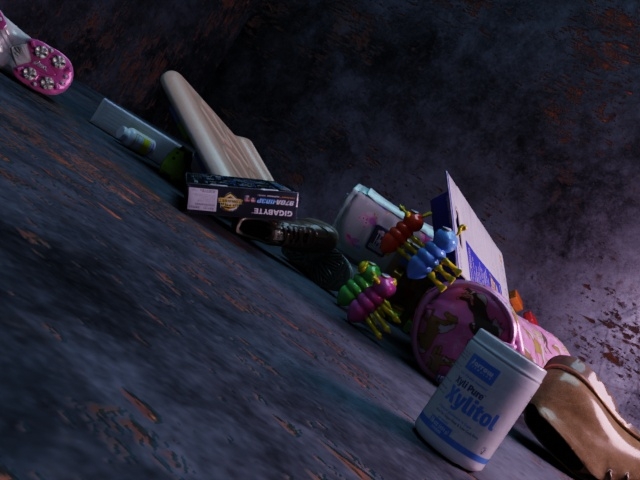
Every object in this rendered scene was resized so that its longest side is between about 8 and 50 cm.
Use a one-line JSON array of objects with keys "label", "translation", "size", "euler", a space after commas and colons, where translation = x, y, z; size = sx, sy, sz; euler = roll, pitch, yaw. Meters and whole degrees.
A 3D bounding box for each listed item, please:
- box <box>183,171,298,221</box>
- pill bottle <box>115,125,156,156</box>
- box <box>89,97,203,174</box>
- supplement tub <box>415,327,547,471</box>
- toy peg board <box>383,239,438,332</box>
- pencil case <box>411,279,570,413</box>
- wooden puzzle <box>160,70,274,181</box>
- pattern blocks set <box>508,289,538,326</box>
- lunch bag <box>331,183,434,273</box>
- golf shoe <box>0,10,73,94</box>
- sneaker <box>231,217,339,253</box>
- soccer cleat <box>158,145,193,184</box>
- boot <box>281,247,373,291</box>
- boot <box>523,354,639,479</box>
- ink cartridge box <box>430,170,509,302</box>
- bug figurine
[{"label": "box", "translation": [-0.140, -0.076, 1.171], "size": [0.175, 0.051, 0.220], "euler": [5, 9, -12]}, {"label": "pill bottle", "translation": [-0.404, -0.218, 1.523], "size": [0.083, 0.043, 0.043], "euler": [30, 3, -46]}, {"label": "box", "translation": [-0.369, -0.213, 1.609], "size": [0.324, 0.067, 0.063], "euler": [31, 3, -16]}, {"label": "supplement tub", "translation": [0.138, 0.138, 0.608], "size": [0.071, 0.107, 0.071], "euler": [32, 3, -2]}, {"label": "toy peg board", "translation": [0.188, 0.110, 1.377], "size": [0.161, 0.160, 0.079], "euler": [33, 18, 9]}, {"label": "pencil case", "translation": [0.284, 0.179, 1.099], "size": [0.160, 0.167, 0.386], "euler": [-16, -24, 26]}, {"label": "wooden puzzle", "translation": [-0.201, -0.164, 1.498], "size": [0.322, 0.081, 0.348], "euler": [59, 10, 26]}, {"label": "pattern blocks set", "translation": [0.443, 0.243, 1.450], "size": [0.325, 0.026, 0.285], "euler": [37, 37, -56]}, {"label": "lunch bag", "translation": [0.133, 0.012, 1.510], "size": [0.223, 0.160, 0.262], "euler": [34, -30, 10]}, {"label": "golf shoe", "translation": [-0.656, -0.400, 1.435], "size": [0.306, 0.115, 0.140], "euler": [38, -10, -17]}, {"label": "sneaker", "translation": [-0.063, -0.007, 1.212], "size": [0.189, 0.066, 0.071], "euler": [10, 17, 2]}, {"label": "soccer cleat", "translation": [-0.289, -0.158, 1.454], "size": [0.060, 0.072, 0.179], "euler": [33, 2, -3]}, {"label": "boot", "translation": [0.040, 0.068, 1.336], "size": [0.190, 0.076, 0.208], "euler": [38, -1, 42]}, {"label": "boot", "translation": [0.395, 0.306, 0.941], "size": [0.305, 0.115, 0.112], "euler": [46, -37, 7]}, {"label": "ink cartridge box", "translation": [0.259, 0.041, 1.215], "size": [0.069, 0.175, 0.371], "euler": [-12, -28, 21]}, {"label": "bug figurine", "translation": [0.114, 0.039, 1.068], "size": [0.072, 0.216, 0.279], "euler": [43, 2, -11]}]
